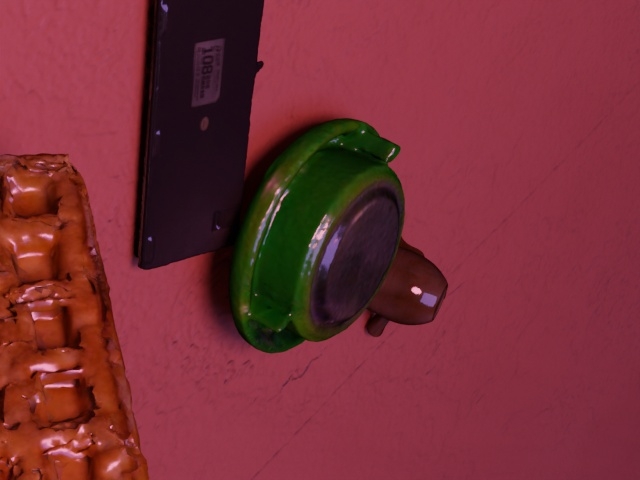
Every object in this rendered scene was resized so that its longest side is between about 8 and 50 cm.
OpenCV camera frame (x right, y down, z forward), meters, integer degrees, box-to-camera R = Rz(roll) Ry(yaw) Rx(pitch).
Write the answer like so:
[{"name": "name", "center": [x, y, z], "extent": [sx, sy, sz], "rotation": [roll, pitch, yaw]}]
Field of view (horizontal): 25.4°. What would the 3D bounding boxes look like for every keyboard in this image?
[{"name": "keyboard", "center": [-0.085, -0.128, 1.034], "extent": [0.106, 0.027, 0.317], "rotation": [-18, 128, -39]}]

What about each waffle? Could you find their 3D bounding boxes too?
[{"name": "waffle", "center": [-0.209, 0.092, 0.766], "extent": [0.212, 0.308, 0.091], "rotation": [-4, 141, -17]}]

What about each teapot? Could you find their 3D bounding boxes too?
[{"name": "teapot", "center": [0.075, 0.050, 1.329], "extent": [0.110, 0.080, 0.085], "rotation": [100, 17, -48]}]

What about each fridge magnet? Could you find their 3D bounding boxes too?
[{"name": "fridge magnet", "center": [0.000, 0.000, 1.171], "extent": [0.208, 0.088, 0.208], "rotation": [-44, 147, -37]}]
